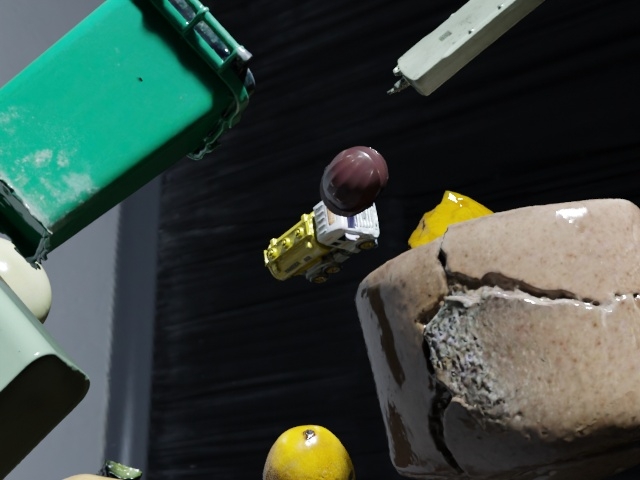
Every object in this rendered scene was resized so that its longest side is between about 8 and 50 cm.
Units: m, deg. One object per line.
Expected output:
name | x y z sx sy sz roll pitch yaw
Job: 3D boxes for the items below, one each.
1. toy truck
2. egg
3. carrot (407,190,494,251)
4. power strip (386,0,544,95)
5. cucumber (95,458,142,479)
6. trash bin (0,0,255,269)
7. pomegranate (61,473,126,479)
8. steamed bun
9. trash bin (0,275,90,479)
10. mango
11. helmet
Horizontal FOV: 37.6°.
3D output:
toy truck | 0.000 0.000 1.686 0.114 0.227 0.098 12 57 -36
egg | -0.616 0.086 1.742 0.188 0.253 0.188 -48 158 -26
carrot | 0.248 0.108 1.460 0.241 0.241 0.341 -12 109 -57
power strip | 0.157 -0.214 0.931 0.029 0.227 0.080 47 12 -24
cucumber | -0.388 0.477 1.697 0.078 0.211 0.062 24 41 -7
trash bin | -0.297 -0.167 1.284 0.259 0.295 0.381 46 62 -5
pomegranate | -0.317 0.467 1.223 0.338 0.338 0.338 27 56 -50
steamed bun | 0.166 0.093 0.836 0.199 0.301 0.251 20 55 -49
trash bin | -0.457 0.117 1.108 0.223 0.343 0.158 -46 154 -12
mango | -0.018 0.413 1.578 0.157 0.109 0.262 -23 129 -23
helmet | 0.051 -0.096 1.499 0.098 0.123 0.070 41 2 9
